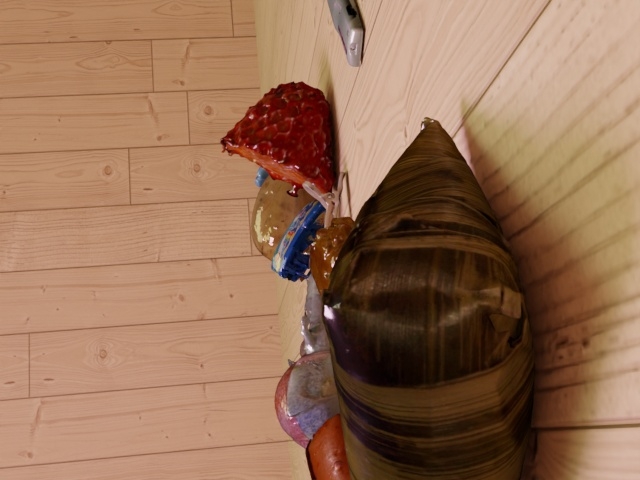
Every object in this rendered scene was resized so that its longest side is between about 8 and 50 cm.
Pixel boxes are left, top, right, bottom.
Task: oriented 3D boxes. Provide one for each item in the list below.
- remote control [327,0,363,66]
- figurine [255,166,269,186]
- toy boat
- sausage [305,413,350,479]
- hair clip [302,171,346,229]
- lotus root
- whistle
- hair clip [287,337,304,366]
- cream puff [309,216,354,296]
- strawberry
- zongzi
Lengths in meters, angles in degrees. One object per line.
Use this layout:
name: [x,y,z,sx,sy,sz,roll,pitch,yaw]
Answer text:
remote control: [0.033,-0.314,1.104,0.065,0.029,0.166,95,168,-46]
figurine: [-0.079,-0.185,1.768,0.185,0.127,0.234,-79,-18,-54]
toy boat: [0.000,0.000,1.327,0.091,0.110,0.175,28,-92,-58]
sausage: [0.050,0.354,1.043,0.330,0.102,0.102,-110,18,-64]
hair clip: [0.017,0.002,1.225,0.034,0.072,0.226,103,161,-76]
lotus root: [-0.070,-0.047,1.656,0.154,0.140,0.257,1,-84,-58]
whistle: [-0.002,0.206,1.296,0.134,0.142,0.346,-45,35,47]
hair clip: [-0.014,0.309,1.659,0.257,0.075,0.146,-114,18,-52]
cream puff: [0.038,0.025,1.020,0.122,0.094,0.116,25,125,55]
strawberry: [-0.043,-0.184,1.381,0.178,0.234,0.234,-64,6,-4]
zongzi: [0.083,0.072,0.593,0.288,0.134,0.286,-79,-13,-59]
